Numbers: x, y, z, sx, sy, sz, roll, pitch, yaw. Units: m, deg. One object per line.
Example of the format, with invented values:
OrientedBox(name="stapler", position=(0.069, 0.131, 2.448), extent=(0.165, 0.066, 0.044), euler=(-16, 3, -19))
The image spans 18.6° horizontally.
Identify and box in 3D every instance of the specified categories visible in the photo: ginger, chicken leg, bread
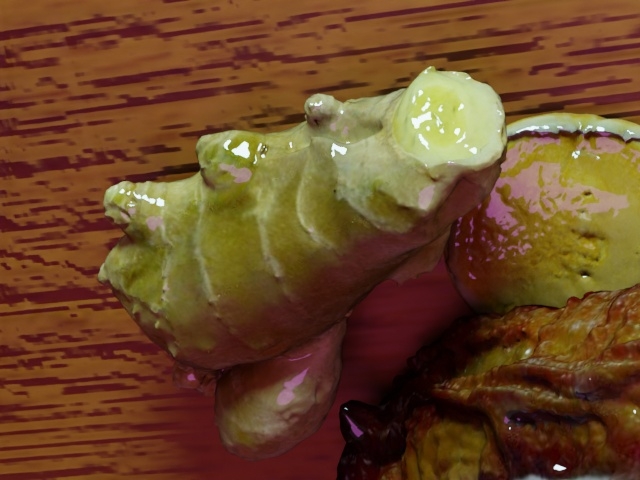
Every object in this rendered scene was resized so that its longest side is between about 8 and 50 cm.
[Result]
OrientedBox(name="ginger", position=(-0.014, -0.004, 0.768), extent=(0.115, 0.081, 0.205), euler=(46, 123, 14))
OrientedBox(name="chicken leg", position=(0.147, 0.098, 0.677), extent=(0.407, 0.096, 0.158), euler=(8, 121, 44))
OrientedBox(name="bread", position=(0.101, -0.001, 0.772), extent=(0.110, 0.024, 0.110), euler=(5, 115, 11))
